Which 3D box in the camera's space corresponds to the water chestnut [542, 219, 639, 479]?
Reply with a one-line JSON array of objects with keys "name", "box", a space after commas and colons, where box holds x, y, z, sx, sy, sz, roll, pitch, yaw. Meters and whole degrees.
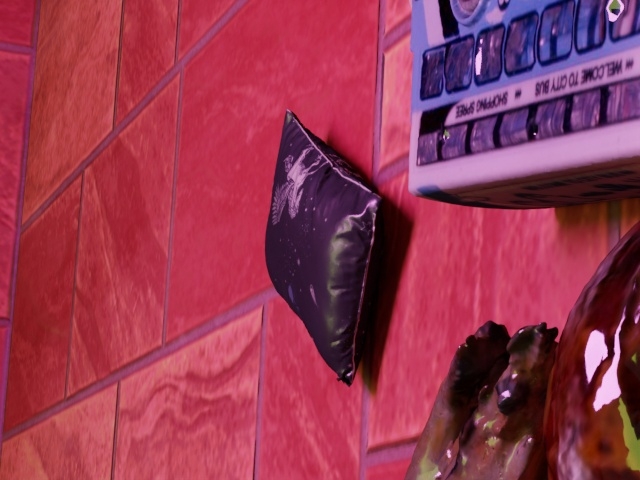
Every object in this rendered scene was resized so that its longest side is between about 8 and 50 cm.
[{"name": "water chestnut", "box": [0.171, 0.054, 0.507, 0.238, 0.224, 0.223, 69, -165, -60]}]

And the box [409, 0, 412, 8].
[{"name": "box", "box": [0.087, -0.231, 1.164, 0.090, 0.024, 0.167, -105, 30, -47]}]

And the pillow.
[{"name": "pillow", "box": [0.000, 0.000, 1.290, 0.208, 0.055, 0.141, -131, 43, -67]}]

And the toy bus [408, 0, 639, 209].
[{"name": "toy bus", "box": [0.132, -0.086, 0.865, 0.297, 0.106, 0.131, 175, 99, -72]}]

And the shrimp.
[{"name": "shrimp", "box": [0.087, 0.114, 0.994, 0.145, 0.059, 0.254, -93, 15, -55]}]
